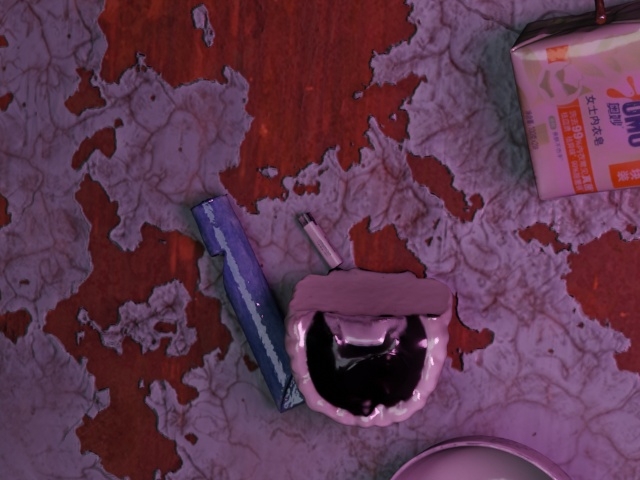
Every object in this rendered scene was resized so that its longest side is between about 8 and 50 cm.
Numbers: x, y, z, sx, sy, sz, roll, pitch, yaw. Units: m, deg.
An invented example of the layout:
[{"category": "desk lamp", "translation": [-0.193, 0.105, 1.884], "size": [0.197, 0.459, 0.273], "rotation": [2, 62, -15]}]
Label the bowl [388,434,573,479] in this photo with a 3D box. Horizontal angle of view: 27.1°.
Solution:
[{"category": "bowl", "translation": [0.216, 0.375, 1.667], "size": [0.286, 0.144, 0.287], "rotation": [2, 97, 21]}]

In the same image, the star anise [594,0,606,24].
[{"category": "star anise", "translation": [0.293, -0.351, 1.552], "size": [0.177, 0.073, 0.234], "rotation": [14, 60, 32]}]

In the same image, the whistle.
[{"category": "whistle", "translation": [-0.090, 0.084, 1.799], "size": [0.062, 0.062, 0.304], "rotation": [-25, 87, 22]}]

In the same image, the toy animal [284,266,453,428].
[{"category": "toy animal", "translation": [0.060, 0.132, 1.679], "size": [0.208, 0.204, 0.156], "rotation": [2, 113, 3]}]

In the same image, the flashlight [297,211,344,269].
[{"category": "flashlight", "translation": [0.000, 0.000, 1.776], "size": [0.018, 0.018, 0.083], "rotation": [-37, 82, 20]}]

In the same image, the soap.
[{"category": "soap", "translation": [0.332, -0.164, 1.547], "size": [0.182, 0.138, 0.200], "rotation": [-8, 107, 21]}]
